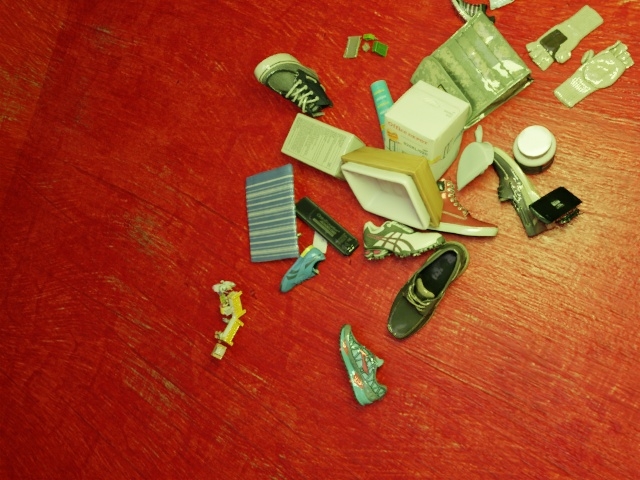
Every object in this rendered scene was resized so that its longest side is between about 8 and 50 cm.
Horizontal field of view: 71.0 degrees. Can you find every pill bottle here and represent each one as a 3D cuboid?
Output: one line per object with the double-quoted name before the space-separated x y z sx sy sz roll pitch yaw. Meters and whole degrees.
"pill bottle" 0.588 -0.249 1.233 0.108 0.180 0.107 -2 85 25

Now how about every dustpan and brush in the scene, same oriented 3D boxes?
"dustpan and brush" 0.463 -0.263 1.332 0.147 0.060 0.211 131 145 -59

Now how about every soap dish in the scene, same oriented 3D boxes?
"soap dish" 0.218 -0.165 1.345 0.291 0.229 0.118 23 66 46

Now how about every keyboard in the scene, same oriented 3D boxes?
"keyboard" 0.639 -0.081 1.215 0.100 0.192 0.038 50 145 24

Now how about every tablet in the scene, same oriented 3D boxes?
"tablet" 0.000 0.000 1.586 0.054 0.006 0.083 9 90 25

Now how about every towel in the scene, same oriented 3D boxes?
"towel" -0.175 -0.094 1.631 0.243 0.040 0.335 -9 84 40

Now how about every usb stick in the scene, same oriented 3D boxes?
"usb stick" 0.016 -0.052 1.558 0.077 0.045 0.278 -45 68 -9

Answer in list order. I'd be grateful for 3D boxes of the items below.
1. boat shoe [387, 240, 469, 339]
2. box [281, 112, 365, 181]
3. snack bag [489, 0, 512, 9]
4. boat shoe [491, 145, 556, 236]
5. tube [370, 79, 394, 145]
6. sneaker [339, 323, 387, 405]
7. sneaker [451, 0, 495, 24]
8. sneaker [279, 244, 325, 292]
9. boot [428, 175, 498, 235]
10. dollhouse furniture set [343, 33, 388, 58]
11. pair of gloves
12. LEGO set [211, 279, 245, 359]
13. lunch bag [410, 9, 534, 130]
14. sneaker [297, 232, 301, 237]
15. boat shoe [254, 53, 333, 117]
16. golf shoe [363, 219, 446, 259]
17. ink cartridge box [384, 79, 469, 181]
"boat shoe" 0.308 0.148 1.360 0.132 0.130 0.355 36 101 23
"box" 0.010 -0.317 1.540 0.232 0.127 0.148 29 98 24
"snack bag" 0.649 -0.895 1.336 0.323 0.037 0.342 -10 81 25
"boat shoe" 0.555 -0.140 1.286 0.092 0.103 0.285 -35 79 14
"tube" 0.222 -0.428 1.498 0.080 0.052 0.206 -20 83 29
"sneaker" 0.141 0.390 1.455 0.125 0.104 0.261 -19 82 5
"sneaker" 0.475 -0.709 1.389 0.075 0.063 0.170 -41 76 17
"sneaker" -0.063 0.116 1.573 0.082 0.069 0.209 43 104 16
"boot" 0.421 -0.104 1.355 0.245 0.088 0.176 12 90 29
"dollhouse furniture set" 0.157 -0.667 1.557 0.152 0.059 0.076 20 103 44
"pair of gloves" 0.730 -0.521 1.265 0.204 0.042 0.240 -32 74 19
"LEGO set" -0.365 0.288 1.677 0.107 0.132 0.286 10 97 34
"lunch bag" 0.432 -0.476 1.333 0.287 0.169 0.235 -38 79 29
"sneaker" -0.095 0.006 1.621 0.083 0.032 0.037 -40 85 22
"boat shoe" -0.070 -0.502 1.486 0.127 0.341 0.158 -38 81 30
"golf shoe" 0.246 -0.009 1.386 0.273 0.105 0.120 -7 96 36
"ink cartridge box" 0.302 -0.305 1.317 0.171 0.232 0.168 35 71 24
